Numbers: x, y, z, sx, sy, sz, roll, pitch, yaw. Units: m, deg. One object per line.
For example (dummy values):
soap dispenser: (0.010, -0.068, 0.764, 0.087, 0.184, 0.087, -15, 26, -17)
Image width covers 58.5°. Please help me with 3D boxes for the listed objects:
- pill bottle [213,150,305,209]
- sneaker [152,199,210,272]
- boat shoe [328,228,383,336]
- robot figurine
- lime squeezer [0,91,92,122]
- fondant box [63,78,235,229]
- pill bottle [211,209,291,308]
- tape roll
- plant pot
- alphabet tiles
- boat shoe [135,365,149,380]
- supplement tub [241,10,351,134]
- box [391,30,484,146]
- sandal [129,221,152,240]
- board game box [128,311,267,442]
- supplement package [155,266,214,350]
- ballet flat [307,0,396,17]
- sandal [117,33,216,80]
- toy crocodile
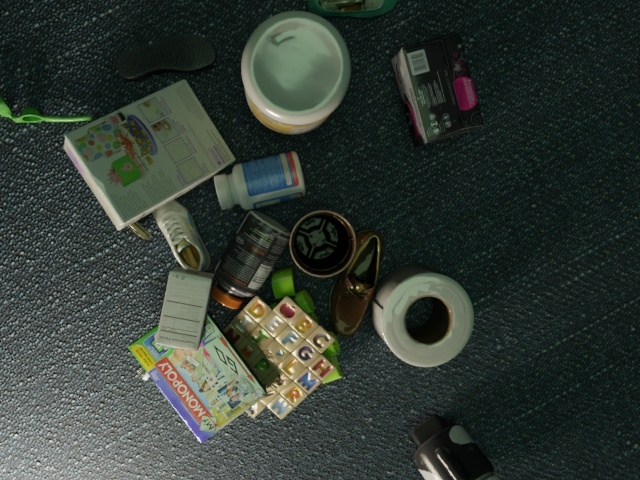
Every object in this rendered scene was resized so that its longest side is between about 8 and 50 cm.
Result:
pill bottle: (-0.157, -0.149, 1.477, 0.221, 0.124, 0.124, -13, 96, -5)
sneaker: (-0.362, -0.016, 1.484, 0.087, 0.092, 0.229, -33, 96, -1)
boat shoe: (0.093, 0.117, 1.534, 0.110, 0.104, 0.308, 12, 94, -7)
robot figurine: (0.360, 0.614, 1.535, 0.209, 0.278, 0.174, 1, 131, -42)
lime squeezer: (-0.744, -0.343, 1.447, 0.310, 0.059, 0.110, 28, 61, -6)
fondant box: (-0.412, -0.213, 1.399, 0.330, 0.096, 0.238, -35, 98, -28)
pill bottle: (-0.189, 0.055, 1.483, 0.130, 0.130, 0.246, 31, 97, -7)
tape roll: (0.265, 0.195, 1.527, 0.245, 0.169, 0.246, -1, 95, -6)
plant pot: (0.000, 0.000, 1.485, 0.166, 0.165, 0.167, 0, 95, -5)
alphabet tiles: (-0.135, 0.314, 1.515, 0.285, 0.011, 0.342, 43, 108, -2)
boat shoe: (-0.440, 0.310, 1.526, 0.040, 0.049, 0.142, 38, 92, -7)
supplement tub: (-0.064, -0.381, 1.362, 0.240, 0.331, 0.241, -1, 95, -6)
box: (0.299, -0.388, 1.495, 0.163, 0.142, 0.248, -17, 95, -3)
sandal: (-0.506, -0.137, 1.452, 0.086, 0.120, 0.303, -29, 97, -17)
board game box: (-0.316, 0.336, 1.491, 0.213, 0.046, 0.317, -36, 96, -4)
supplement package: (-0.330, 0.165, 1.404, 0.105, 0.105, 0.180, 12, 92, -8)
ballet flat: (0.090, -0.624, 1.480, 0.247, 0.087, 0.083, -8, 95, -5)
sandal: (-0.392, -0.468, 1.469, 0.254, 0.054, 0.097, -6, 88, 4)
toy crocodile: (-0.038, 0.232, 1.538, 0.115, 0.105, 0.341, -27, 100, 17)
